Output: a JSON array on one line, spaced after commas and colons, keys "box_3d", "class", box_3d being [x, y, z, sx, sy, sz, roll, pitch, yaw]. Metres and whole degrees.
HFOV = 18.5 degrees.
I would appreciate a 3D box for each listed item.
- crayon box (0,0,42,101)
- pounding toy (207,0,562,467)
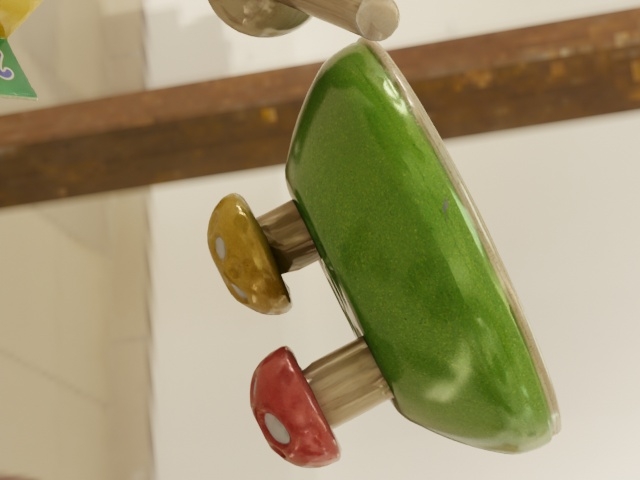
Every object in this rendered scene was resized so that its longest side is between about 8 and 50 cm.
[{"box_3d": [-0.301, -0.246, 1.295, 0.203, 0.083, 0.323, 0, 54, -53], "class": "crayon box"}, {"box_3d": [0.000, 0.000, 0.793, 0.237, 0.110, 0.183, 65, -3, -26], "class": "pounding toy"}]
